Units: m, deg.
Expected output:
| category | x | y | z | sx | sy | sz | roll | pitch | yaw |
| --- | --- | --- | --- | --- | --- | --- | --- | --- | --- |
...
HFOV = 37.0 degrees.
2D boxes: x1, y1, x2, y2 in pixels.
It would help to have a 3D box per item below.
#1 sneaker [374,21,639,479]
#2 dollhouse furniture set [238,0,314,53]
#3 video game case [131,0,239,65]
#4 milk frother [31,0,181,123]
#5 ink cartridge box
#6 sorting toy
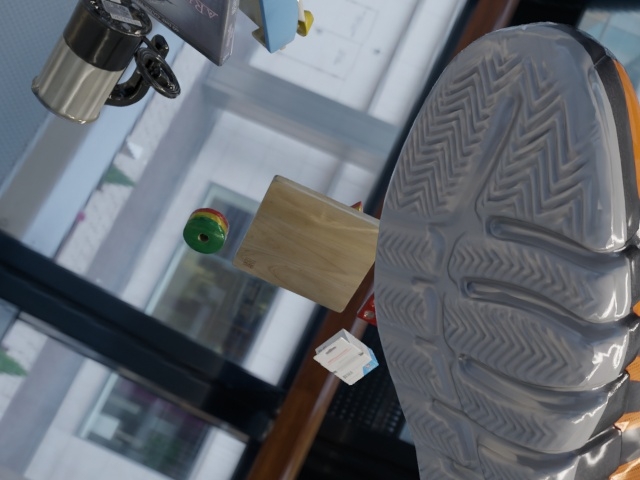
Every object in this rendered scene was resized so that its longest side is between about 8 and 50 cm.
| category | x | y | z | sx | sy | sz | roll | pitch | yaw |
| --- | --- | --- | --- | --- | --- | --- | --- | --- | --- |
| sneaker | 0.130 | 0.056 | 0.432 | 0.180 | 0.124 | 0.321 | -18 | 117 | -31 |
| dollhouse furniture set | -0.091 | -0.473 | 1.355 | 0.198 | 0.286 | 0.303 | -35 | 150 | -18 |
| video game case | -0.149 | -0.283 | 0.841 | 0.026 | 0.196 | 0.274 | -51 | 175 | -22 |
| milk frother | -0.231 | -0.178 | 1.049 | 0.135 | 0.129 | 0.143 | -50 | -146 | 31 |
| ink cartridge box | 0.029 | 0.144 | 1.211 | 0.048 | 0.083 | 0.028 | -38 | -139 | 13 |
| sorting toy | 0.000 | 0.000 | 1.016 | 0.046 | 0.274 | 0.132 | -73 | -170 | -49 |
